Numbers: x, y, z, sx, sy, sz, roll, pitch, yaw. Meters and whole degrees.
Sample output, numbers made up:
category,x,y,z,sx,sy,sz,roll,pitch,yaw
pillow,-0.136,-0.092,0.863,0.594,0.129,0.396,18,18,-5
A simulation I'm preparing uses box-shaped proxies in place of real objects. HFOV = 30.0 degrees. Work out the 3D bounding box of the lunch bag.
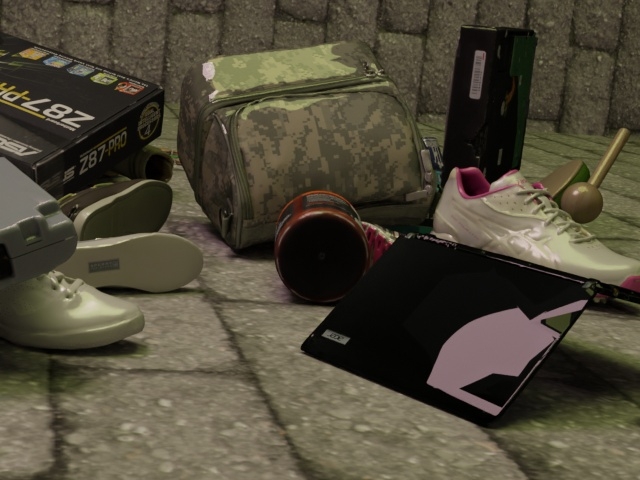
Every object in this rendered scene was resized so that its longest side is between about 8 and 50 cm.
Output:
category,x,y,z,sx,sy,sz,roll,pitch,yaw
lunch bag,-0.017,-0.110,1.589,0.305,0.213,0.256,-9,49,-20

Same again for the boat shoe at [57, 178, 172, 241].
category,x,y,z,sx,sy,sz,roll,pitch,yaw
boat shoe,-0.262,-0.037,1.486,0.068,0.081,0.227,14,15,20

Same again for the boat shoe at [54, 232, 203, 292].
category,x,y,z,sx,sy,sz,roll,pitch,yaw
boat shoe,-0.218,0.024,1.262,0.184,0.066,0.063,-10,17,-24

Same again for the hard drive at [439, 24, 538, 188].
category,x,y,z,sx,sy,sz,roll,pitch,yaw
hard drive,0.260,-0.208,1.816,0.064,0.237,0.339,10,13,19

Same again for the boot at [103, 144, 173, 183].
category,x,y,z,sx,sy,sz,roll,pitch,yaw
boot,-0.316,-0.130,1.957,0.165,0.077,0.213,24,-9,13

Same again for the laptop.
category,x,y,z,sx,sy,sz,roll,pitch,yaw
laptop,0.166,0.081,1.099,0.264,0.137,0.234,14,3,-44

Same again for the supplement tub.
category,x,y,z,sx,sy,sz,roll,pitch,yaw
supplement tub,0.000,0.000,1.361,0.106,0.106,0.198,5,11,-2

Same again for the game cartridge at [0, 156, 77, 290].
category,x,y,z,sx,sy,sz,roll,pitch,yaw
game cartridge,-0.367,0.016,0.963,0.297,0.062,0.198,-22,24,-24

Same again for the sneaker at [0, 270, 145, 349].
category,x,y,z,sx,sy,sz,roll,pitch,yaw
sneaker,-0.258,0.039,1.051,0.212,0.094,0.080,7,9,6

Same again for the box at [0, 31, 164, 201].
category,x,y,z,sx,sy,sz,roll,pitch,yaw
box,-0.480,-0.193,1.764,0.394,0.097,0.318,21,36,19

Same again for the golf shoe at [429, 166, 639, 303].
category,x,y,z,sx,sy,sz,roll,pitch,yaw
golf shoe,0.261,-0.009,1.462,0.306,0.140,0.115,16,13,38

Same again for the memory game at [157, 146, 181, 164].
category,x,y,z,sx,sy,sz,roll,pitch,yaw
memory game,-0.292,-0.168,2.360,0.186,0.012,0.186,6,11,-1

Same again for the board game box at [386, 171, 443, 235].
category,x,y,z,sx,sy,sz,roll,pitch,yaw
board game box,0.102,-0.069,1.853,0.336,0.079,0.254,6,11,4

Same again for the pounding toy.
category,x,y,z,sx,sy,sz,roll,pitch,yaw
pounding toy,0.333,-0.022,1.608,0.183,0.110,0.237,-45,5,-39

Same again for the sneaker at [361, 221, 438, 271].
category,x,y,z,sx,sy,sz,roll,pitch,yaw
sneaker,0.102,0.018,1.442,0.170,0.063,0.074,19,17,36
